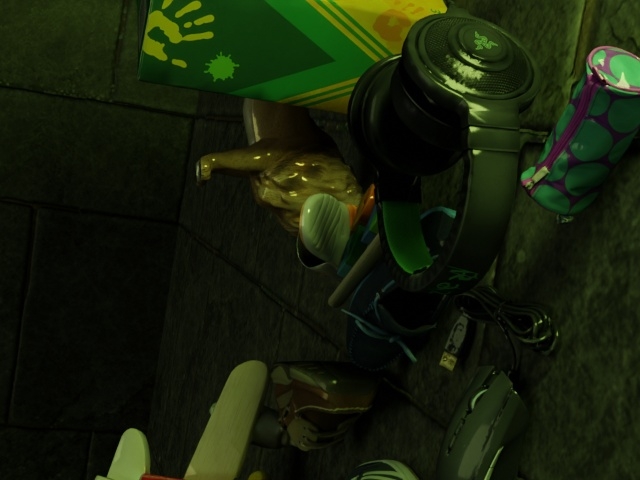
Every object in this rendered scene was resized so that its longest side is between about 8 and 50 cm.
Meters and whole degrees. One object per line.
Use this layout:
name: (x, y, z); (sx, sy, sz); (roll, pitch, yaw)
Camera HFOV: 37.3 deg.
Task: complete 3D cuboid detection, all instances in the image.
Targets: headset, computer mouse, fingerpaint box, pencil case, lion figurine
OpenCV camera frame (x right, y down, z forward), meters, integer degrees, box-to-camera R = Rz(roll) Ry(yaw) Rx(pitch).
headset: (0.142, -0.142, 0.943); (0.243, 0.185, 0.394); (152, 119, -71)
computer mouse: (0.145, 0.170, 0.959); (0.184, 0.060, 0.262); (-138, 58, -68)
fingerpaint box: (-0.059, -0.372, 1.304); (0.445, 0.371, 0.163); (-102, 25, -48)
pencil case: (0.224, -0.088, 0.796); (0.064, 0.070, 0.151); (61, 148, 34)
lion figurine: (-0.068, -0.189, 1.381); (0.142, 0.240, 0.392); (147, 118, -76)

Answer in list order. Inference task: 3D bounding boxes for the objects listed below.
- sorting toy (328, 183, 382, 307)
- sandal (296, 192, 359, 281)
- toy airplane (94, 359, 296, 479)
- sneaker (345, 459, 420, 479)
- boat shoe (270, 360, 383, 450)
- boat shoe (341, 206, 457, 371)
sorting toy: (0.073, -0.038, 1.171); (0.208, 0.038, 0.193); (-65, 5, -37)
sandal: (0.002, -0.011, 1.250); (0.265, 0.076, 0.102); (37, -119, -67)
toy airplane: (-0.165, 0.431, 1.460); (0.386, 0.272, 0.384); (-41, 47, 15)
sneaker: (0.040, 0.309, 1.071); (0.282, 0.153, 0.099); (-172, 91, -72)
boat shoe: (0.007, 0.225, 1.291); (0.324, 0.123, 0.120); (150, 121, -77)
boat shoe: (0.089, 0.072, 1.090); (0.089, 0.109, 0.258); (-85, 12, -48)
